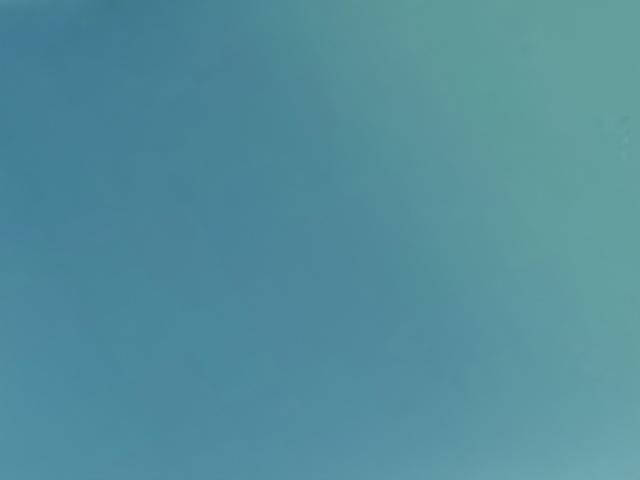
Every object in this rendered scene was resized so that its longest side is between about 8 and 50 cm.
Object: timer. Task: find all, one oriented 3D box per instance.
[{"bbox_3d":[0.000,0.000,0.424,0.395,0.173,0.395,1,99,6],"label":"timer"}]
